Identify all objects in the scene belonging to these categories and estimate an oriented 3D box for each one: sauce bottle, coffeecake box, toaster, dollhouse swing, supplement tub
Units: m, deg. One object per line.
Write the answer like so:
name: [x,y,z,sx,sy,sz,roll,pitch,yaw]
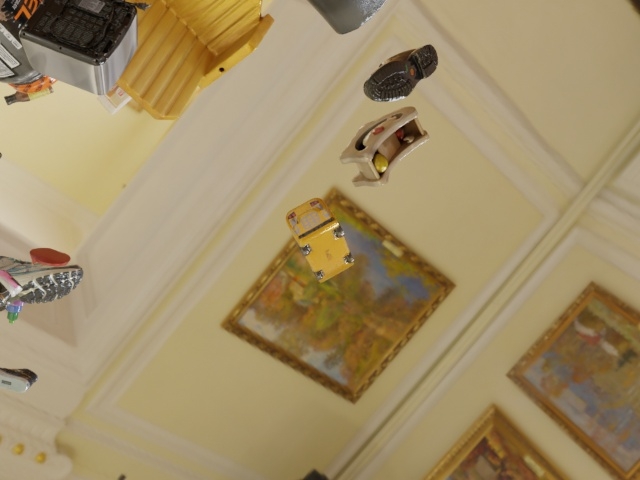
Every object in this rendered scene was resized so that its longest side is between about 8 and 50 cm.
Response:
sauce bottle: [-0.801,-0.405,2.003,0.042,0.128,0.042,159,90,-76]
coffeecake box: [-0.553,-0.435,2.064,0.068,0.142,0.185,49,166,-16]
toaster: [-0.436,-0.383,1.367,0.185,0.168,0.110,20,152,0]
dollhouse swing: [-0.354,-0.535,1.833,0.347,0.315,0.305,44,-145,-28]
supplement tub: [-0.669,-0.464,1.484,0.207,0.207,0.338,43,173,28]

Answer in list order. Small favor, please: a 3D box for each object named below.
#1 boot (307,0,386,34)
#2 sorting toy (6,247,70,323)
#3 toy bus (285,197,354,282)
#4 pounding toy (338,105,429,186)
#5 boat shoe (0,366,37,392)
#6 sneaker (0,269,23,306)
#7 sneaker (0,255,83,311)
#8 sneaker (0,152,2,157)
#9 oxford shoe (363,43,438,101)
boot: [-0.091,-0.419,0.998,0.445,0.367,0.146,24,-158,-52]
sorting toy: [-0.847,0.140,2.146,0.127,0.126,0.365,16,-162,-7]
toy bus: [0.000,0.000,1.793,0.130,0.108,0.333,61,179,24]
pounding toy: [0.170,-0.198,1.660,0.155,0.154,0.269,59,-139,-24]
boat shoe: [-1.028,0.446,2.395,0.183,0.065,0.083,18,-167,4]
sneaker: [-0.626,0.091,1.306,0.178,0.077,0.072,-2,130,30]
sneaker: [-0.703,0.080,1.705,0.283,0.110,0.122,-12,-122,-28]
sneaker: [-0.736,-0.177,1.517,0.089,0.170,0.051,50,167,-7]
oxford shoe: [0.156,-0.352,1.574,0.096,0.227,0.083,3,118,44]
